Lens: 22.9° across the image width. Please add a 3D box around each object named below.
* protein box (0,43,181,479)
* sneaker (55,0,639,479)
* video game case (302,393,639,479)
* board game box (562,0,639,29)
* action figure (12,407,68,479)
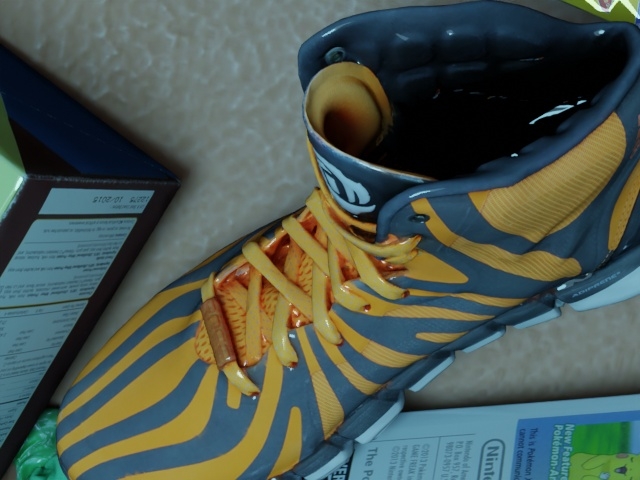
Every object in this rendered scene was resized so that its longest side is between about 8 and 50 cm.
[{"bbox_3d":[-0.213,0.001,0.706,0.200,0.136,0.201,37,103,18],"label":"protein box"},{"bbox_3d":[0.000,0.000,0.638,0.321,0.180,0.124,-32,61,9],"label":"sneaker"},{"bbox_3d":[0.081,0.192,0.588,0.300,0.329,0.036,-7,131,21],"label":"video game case"},{"bbox_3d":[0.107,-0.159,0.685,0.154,0.026,0.103,24,101,9],"label":"board game box"},{"bbox_3d":[-0.085,0.179,0.739,0.232,0.063,0.137,58,145,15],"label":"action figure"}]
